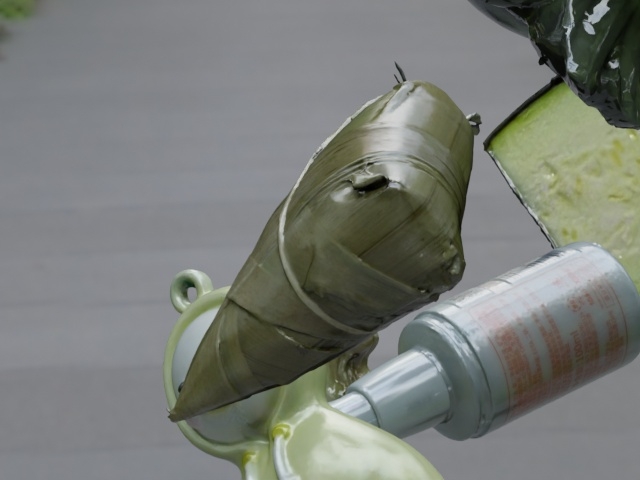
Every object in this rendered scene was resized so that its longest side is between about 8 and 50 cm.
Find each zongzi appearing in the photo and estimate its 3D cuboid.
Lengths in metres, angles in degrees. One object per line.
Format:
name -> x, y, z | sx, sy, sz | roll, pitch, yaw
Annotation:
zongzi -> 0.000, 0.000, 0.987 | 0.178, 0.081, 0.189 | -38, 16, 24

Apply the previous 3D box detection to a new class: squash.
squash -> 0.255, -0.056, 1.523 | 0.184, 0.192, 0.085 | -36, -12, 15

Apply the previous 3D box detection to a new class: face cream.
face cream -> 0.109, 0.088, 1.375 | 0.252, 0.101, 0.101 | -23, 23, -27

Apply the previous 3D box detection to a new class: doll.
doll -> -0.013, 0.139, 1.133 | 0.296, 0.141, 0.117 | 52, 31, 16

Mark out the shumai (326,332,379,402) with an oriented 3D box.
shumai -> -0.004, 0.100, 1.895 | 0.209, 0.153, 0.161 | -37, -7, 25

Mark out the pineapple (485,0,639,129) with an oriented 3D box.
pineapple -> 0.208, -0.194, 0.898 | 0.170, 0.310, 0.141 | 32, 12, -25

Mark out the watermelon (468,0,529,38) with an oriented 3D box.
watermelon -> 0.127, -0.184, 1.237 | 0.135, 0.094, 0.125 | 33, 14, 32
